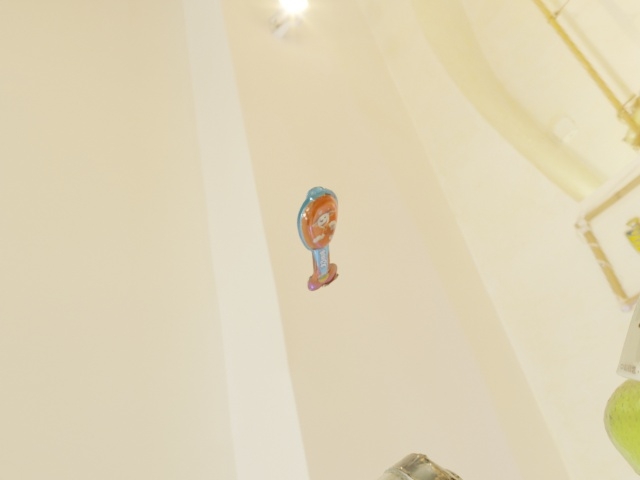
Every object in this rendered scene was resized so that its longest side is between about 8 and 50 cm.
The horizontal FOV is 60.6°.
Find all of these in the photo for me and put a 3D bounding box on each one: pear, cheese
[{"bbox_3d":[0.707,0.340,1.051,0.342,0.318,0.238,4,-117,-27],"label":"pear"},{"bbox_3d":[0.000,0.000,1.100,0.106,0.256,0.037,-29,-137,-28],"label":"cheese"}]

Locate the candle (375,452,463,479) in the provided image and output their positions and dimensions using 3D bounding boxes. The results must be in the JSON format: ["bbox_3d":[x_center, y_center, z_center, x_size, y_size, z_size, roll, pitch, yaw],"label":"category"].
[{"bbox_3d":[0.075,0.461,0.768,0.330,0.187,0.187,-28,-109,-24],"label":"candle"}]

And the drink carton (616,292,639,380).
[{"bbox_3d":[0.512,0.114,0.656,0.132,0.324,0.194,19,-93,4],"label":"drink carton"}]
